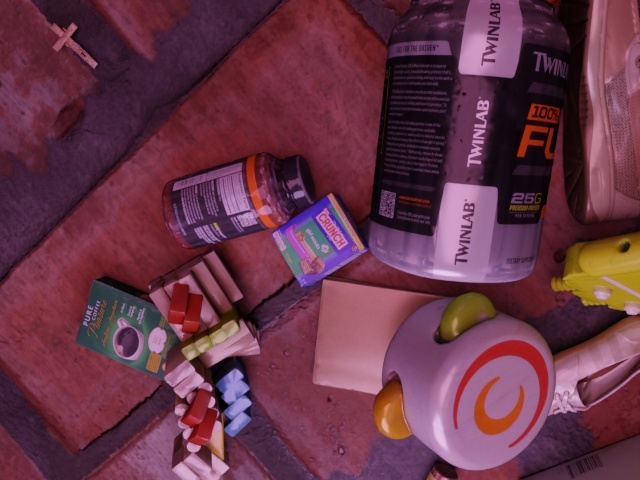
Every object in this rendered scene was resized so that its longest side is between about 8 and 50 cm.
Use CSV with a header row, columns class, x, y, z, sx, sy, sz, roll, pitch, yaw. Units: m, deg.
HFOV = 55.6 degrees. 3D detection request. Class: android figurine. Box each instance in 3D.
class,x,y,z,sx,sy,sz,roll,pitch,yaw
android figurine,0.399,0.046,0.693,0.248,0.272,0.056,23,70,-29

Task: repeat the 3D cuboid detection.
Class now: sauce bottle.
class,x,y,z,sx,sy,sz,roll,pitch,yaw
sauce bottle,0.160,0.391,0.894,0.042,0.042,0.128,23,101,7

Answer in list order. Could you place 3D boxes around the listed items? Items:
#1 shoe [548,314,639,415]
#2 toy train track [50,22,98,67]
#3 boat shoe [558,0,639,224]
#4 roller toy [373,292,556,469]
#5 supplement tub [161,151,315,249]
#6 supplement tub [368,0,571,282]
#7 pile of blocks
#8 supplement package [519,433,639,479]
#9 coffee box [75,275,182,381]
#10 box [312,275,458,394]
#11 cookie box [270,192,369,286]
class,x,y,z,sx,sy,sz,roll,pitch,yaw
shoe,0.349,0.179,0.799,0.219,0.058,0.076,-37,122,12
toy train track,-0.361,-0.286,0.894,0.083,0.014,0.048,43,98,-5
boat shoe,0.354,-0.190,0.723,0.110,0.122,0.341,-6,109,8
roller toy,0.181,0.177,0.772,0.191,0.146,0.209,27,88,-27
supplement tub,-0.110,-0.058,0.837,0.197,0.106,0.106,-14,97,12
supplement tub,0.172,-0.134,0.716,0.207,0.207,0.338,7,102,10
pile of blocks,-0.153,0.200,0.864,0.148,0.112,0.362,-7,106,-9
supplement package,0.410,0.435,0.773,0.199,0.198,0.263,-28,93,14
coffee box,-0.277,0.139,0.937,0.184,0.040,0.113,20,101,7
box,0.094,0.145,0.875,0.201,0.021,0.165,8,101,10
cookie box,0.000,0.000,0.851,0.107,0.040,0.092,-33,80,14
